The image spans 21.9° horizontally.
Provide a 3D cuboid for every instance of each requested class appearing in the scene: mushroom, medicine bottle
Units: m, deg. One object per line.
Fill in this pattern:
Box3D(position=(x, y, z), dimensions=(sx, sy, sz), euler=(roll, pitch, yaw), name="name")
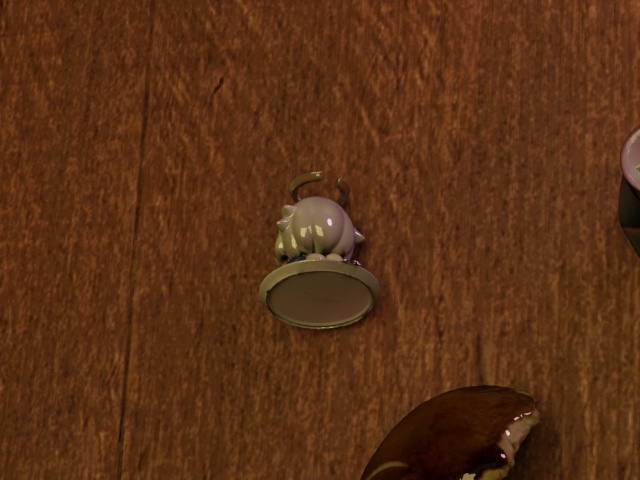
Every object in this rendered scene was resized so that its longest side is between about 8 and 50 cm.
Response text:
Box3D(position=(0.153, 0.292, 1.585), dimensions=(0.233, 0.208, 0.301), euler=(-43, 66, 49), name="mushroom")
Box3D(position=(0.346, -0.050, 1.605), dimensions=(0.094, 0.188, 0.119), euler=(12, 77, 24), name="medicine bottle")

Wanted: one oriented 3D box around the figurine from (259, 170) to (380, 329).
Box3D(position=(0.000, 0.000, 1.773), dimensions=(0.132, 0.132, 0.153), euler=(-13, 54, 17), name="figurine")
